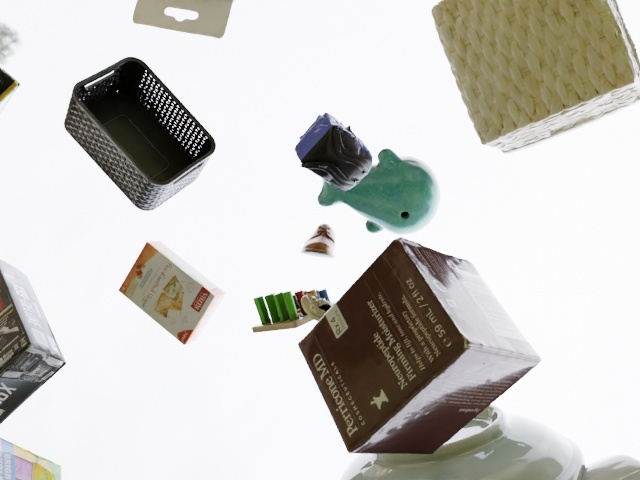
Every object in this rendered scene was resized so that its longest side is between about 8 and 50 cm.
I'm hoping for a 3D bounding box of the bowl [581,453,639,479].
[{"bbox_3d":[0.407,0.378,1.018,0.053,0.142,0.142,-128,-152,-49],"label":"bowl"}]

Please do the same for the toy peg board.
[{"bbox_3d":[-0.060,0.144,1.579,0.161,0.161,0.079,-13,-85,48],"label":"toy peg board"}]

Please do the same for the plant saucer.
[{"bbox_3d":[0.191,0.333,1.065,0.401,0.400,0.100,-16,-91,36],"label":"plant saucer"}]

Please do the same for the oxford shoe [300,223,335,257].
[{"bbox_3d":[0.000,0.000,1.525,0.076,0.212,0.076,11,-85,0],"label":"oxford shoe"}]

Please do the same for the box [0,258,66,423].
[{"bbox_3d":[-0.564,0.206,1.066,0.307,0.076,0.242,-44,-133,-3],"label":"box"}]

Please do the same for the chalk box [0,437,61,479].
[{"bbox_3d":[-0.315,0.258,0.598,0.132,0.213,0.132,-25,-131,9],"label":"chalk box"}]

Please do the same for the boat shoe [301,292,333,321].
[{"bbox_3d":[0.017,0.145,1.393,0.153,0.056,0.048,42,-60,45],"label":"boat shoe"}]

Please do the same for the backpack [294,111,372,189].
[{"bbox_3d":[0.029,-0.156,1.191,0.098,0.120,0.101,-44,-147,22],"label":"backpack"}]

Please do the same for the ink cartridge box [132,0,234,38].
[{"bbox_3d":[-0.240,-0.567,1.246,0.207,0.119,0.353,13,-91,11],"label":"ink cartridge box"}]

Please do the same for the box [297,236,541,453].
[{"bbox_3d":[0.117,0.136,0.845,0.203,0.167,0.168,-49,-132,23],"label":"box"}]

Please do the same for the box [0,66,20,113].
[{"bbox_3d":[-0.538,-0.073,0.862,0.257,0.079,0.322,-26,-150,48],"label":"box"}]

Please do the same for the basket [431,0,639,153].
[{"bbox_3d":[0.444,-0.385,1.394,0.328,0.266,0.331,-21,-96,27],"label":"basket"}]

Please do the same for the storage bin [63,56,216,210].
[{"bbox_3d":[-0.250,-0.147,0.955,0.180,0.122,0.084,48,-36,-1],"label":"storage bin"}]

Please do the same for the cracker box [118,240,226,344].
[{"bbox_3d":[-0.373,0.129,1.725,0.232,0.067,0.155,36,-77,13],"label":"cracker box"}]

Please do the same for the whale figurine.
[{"bbox_3d":[0.131,-0.096,1.525,0.141,0.272,0.216,-91,-170,-56],"label":"whale figurine"}]
